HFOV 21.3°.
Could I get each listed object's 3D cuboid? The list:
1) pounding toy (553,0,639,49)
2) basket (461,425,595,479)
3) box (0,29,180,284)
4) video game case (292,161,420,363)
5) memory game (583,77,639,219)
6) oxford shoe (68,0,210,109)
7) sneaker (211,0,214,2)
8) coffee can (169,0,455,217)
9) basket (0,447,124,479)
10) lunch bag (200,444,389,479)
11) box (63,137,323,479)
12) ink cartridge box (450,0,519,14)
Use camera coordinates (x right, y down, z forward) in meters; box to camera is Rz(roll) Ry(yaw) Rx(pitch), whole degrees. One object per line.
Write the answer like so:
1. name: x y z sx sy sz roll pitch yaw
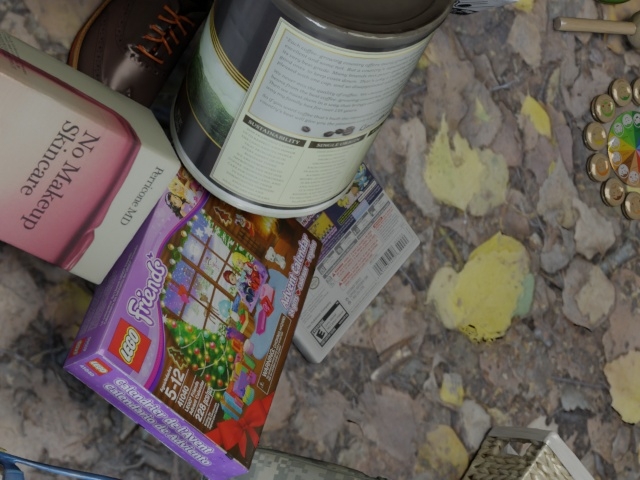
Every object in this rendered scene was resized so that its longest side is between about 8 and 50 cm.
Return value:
1. pounding toy: 0.390 -0.367 2.117 0.183 0.110 0.237 8 81 -35
2. basket: 0.251 0.306 1.959 0.167 0.113 0.103 49 63 -22
3. box: -0.271 -0.086 1.564 0.232 0.127 0.149 27 106 -31
4. video game case: 0.000 0.000 1.854 0.201 0.023 0.183 -48 114 -28
5. memory game: 0.403 -0.117 2.166 0.186 0.012 0.186 3 84 -37
6. oxford shoe: -0.174 -0.209 1.695 0.097 0.098 0.271 28 70 -32
7. sneaker: -0.044 -0.287 1.799 0.153 0.094 0.235 10 90 -44
8. coffee can: -0.013 -0.179 1.607 0.201 0.275 0.202 11 52 -15
9. basket: -0.315 0.300 1.479 0.289 0.201 0.255 21 86 -25
10. lunch bag: -0.025 0.363 1.692 0.256 0.212 0.305 22 70 -16
11. box: -0.115 0.060 1.663 0.201 0.057 0.293 41 46 -26
12. ink cartridge box: 0.117 -0.294 1.917 0.207 0.097 0.046 3 85 -37
